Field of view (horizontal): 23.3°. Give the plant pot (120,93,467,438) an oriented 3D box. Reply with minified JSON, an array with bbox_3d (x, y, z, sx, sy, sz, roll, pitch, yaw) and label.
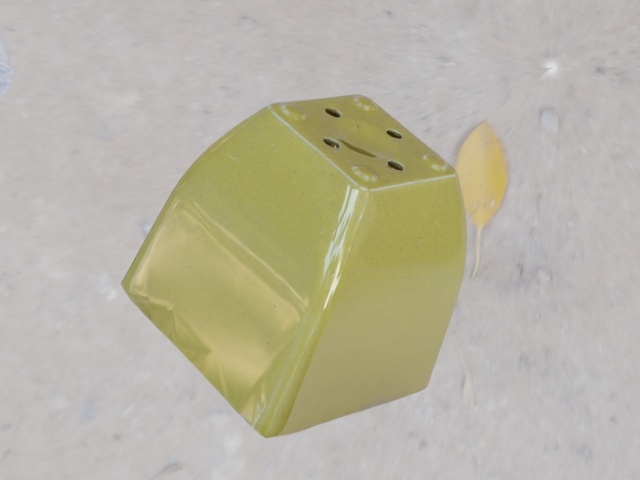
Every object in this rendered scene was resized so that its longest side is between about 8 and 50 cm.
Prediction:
[{"bbox_3d":[0.000,0.000,0.502,0.081,0.081,0.083,43,123,29],"label":"plant pot"}]

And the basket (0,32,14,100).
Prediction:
[{"bbox_3d":[-0.254,-0.077,0.812,0.103,0.113,0.167,15,56,19],"label":"basket"}]
